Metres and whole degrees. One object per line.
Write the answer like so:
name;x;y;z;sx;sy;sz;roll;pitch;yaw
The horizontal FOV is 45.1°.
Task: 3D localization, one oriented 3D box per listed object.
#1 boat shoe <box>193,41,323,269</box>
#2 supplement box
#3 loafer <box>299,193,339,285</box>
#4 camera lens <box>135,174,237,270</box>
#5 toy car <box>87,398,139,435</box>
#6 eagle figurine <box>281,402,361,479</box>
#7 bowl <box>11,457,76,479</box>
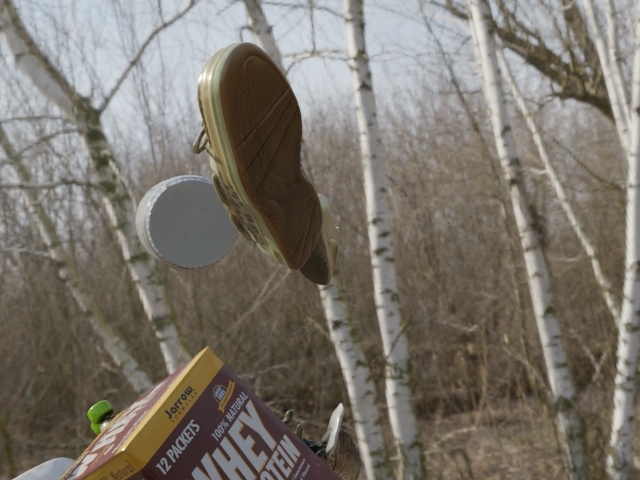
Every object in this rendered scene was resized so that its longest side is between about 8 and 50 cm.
boat shoe;-0.071;-0.072;0.748;0.089;0.104;0.285;19;-32;24
supplement box;-0.113;0.236;0.696;0.191;0.194;0.129;-38;9;40
loafer;0.000;0.000;1.836;0.102;0.268;0.092;22;50;23
camera lens;-0.316;-0.041;1.814;0.219;0.219;0.274;-8;5;-17
toy car;-0.381;0.394;1.682;0.188;0.155;0.149;-34;-21;-26
eagle figurine;-0.006;0.426;1.325;0.226;0.298;0.225;-47;20;-24
bowl;-0.323;0.333;0.916;0.142;0.053;0.142;-30;-47;-2
